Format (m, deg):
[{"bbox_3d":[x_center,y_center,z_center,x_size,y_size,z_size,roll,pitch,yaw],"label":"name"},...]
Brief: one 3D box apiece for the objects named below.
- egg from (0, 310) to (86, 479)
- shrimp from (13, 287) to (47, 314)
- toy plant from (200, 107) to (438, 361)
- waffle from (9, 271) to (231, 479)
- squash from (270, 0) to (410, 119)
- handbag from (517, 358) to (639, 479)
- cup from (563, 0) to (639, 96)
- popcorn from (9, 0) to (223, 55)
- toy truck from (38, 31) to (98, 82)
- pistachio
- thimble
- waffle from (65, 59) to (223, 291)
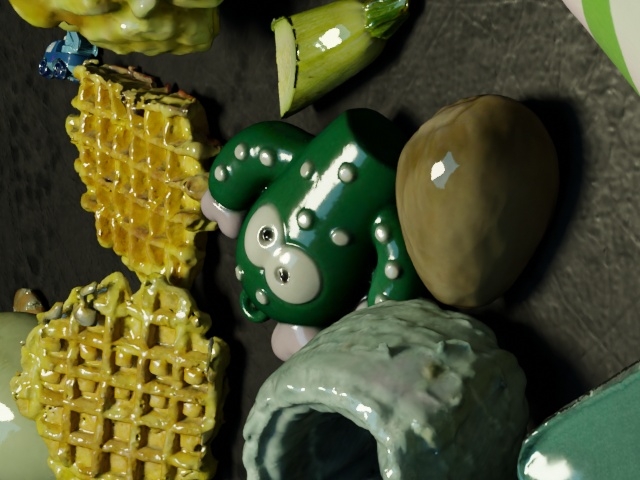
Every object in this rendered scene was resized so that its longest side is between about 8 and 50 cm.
[{"bbox_3d":[-0.347,0.203,1.768,0.295,0.218,0.219,17,112,38],"label":"egg"},{"bbox_3d":[-0.382,0.151,1.959,0.099,0.041,0.180,-32,71,55],"label":"shrimp"},{"bbox_3d":[-0.003,-0.003,1.306,0.243,0.112,0.233,-21,85,40],"label":"toy plant"},{"bbox_3d":[-0.206,0.169,1.588,0.280,0.060,0.262,-33,97,23],"label":"waffle"},{"bbox_3d":[0.007,-0.175,1.290,0.200,0.075,0.090,-25,50,53],"label":"squash"},{"bbox_3d":[0.277,0.204,0.965,0.269,0.100,0.274,-45,61,46],"label":"handbag"},{"bbox_3d":[0.267,-0.126,0.789,0.274,0.253,0.253,54,137,44],"label":"cup"},{"bbox_3d":[-0.179,-0.339,1.379,0.279,0.274,0.336,99,163,-74],"label":"popcorn"},{"bbox_3d":[-0.294,-0.232,1.742,0.073,0.056,0.090,12,93,50],"label":"toy truck"},{"bbox_3d":[0.118,-0.031,1.141,0.108,0.126,0.186,-71,-7,-58],"label":"pistachio"},{"bbox_3d":[0.049,0.164,1.177,0.205,0.172,0.250,52,142,5],"label":"thimble"},{"bbox_3d":[-0.191,-0.085,1.611,0.309,0.065,0.283,64,144,18],"label":"waffle"}]
